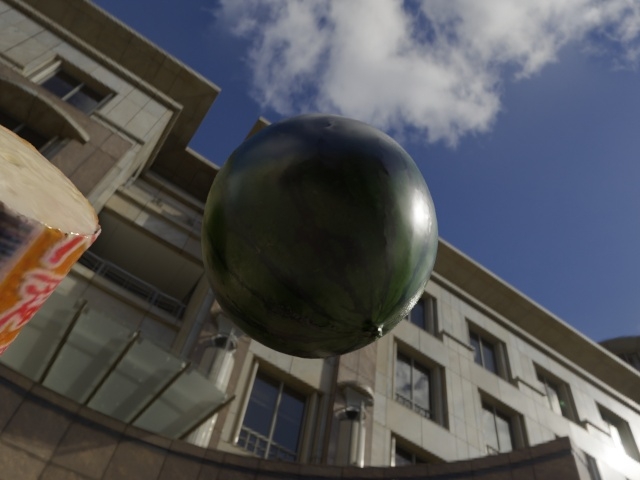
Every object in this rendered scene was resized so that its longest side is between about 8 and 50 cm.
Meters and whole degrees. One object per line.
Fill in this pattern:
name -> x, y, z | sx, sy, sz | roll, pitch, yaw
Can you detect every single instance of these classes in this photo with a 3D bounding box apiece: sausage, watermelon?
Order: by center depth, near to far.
watermelon -> -0.002, -0.004, 0.570 | 0.242, 0.242, 0.242 | 4, -54, 6
sausage -> -0.431, 0.021, 0.659 | 0.233, 0.233, 0.287 | 38, -84, -18
